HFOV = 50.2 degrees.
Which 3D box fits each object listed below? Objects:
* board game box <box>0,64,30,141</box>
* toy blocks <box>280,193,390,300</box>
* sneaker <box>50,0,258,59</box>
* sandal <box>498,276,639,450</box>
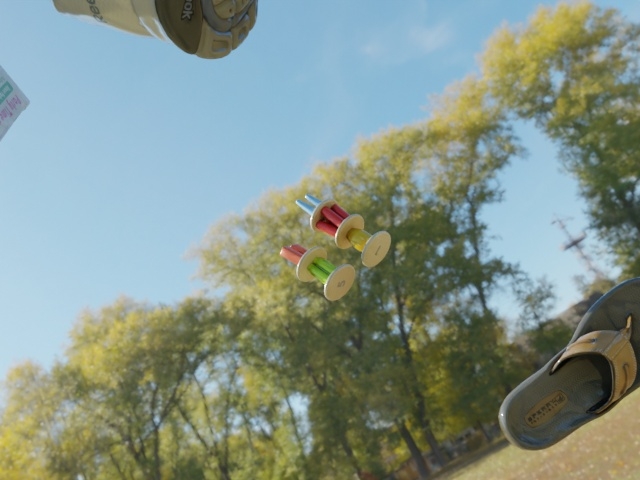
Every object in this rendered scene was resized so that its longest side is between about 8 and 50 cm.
[{"bbox_3d":[-0.329,-0.156,0.406,0.098,0.224,0.303,-32,-63,4],"label":"board game box"},{"bbox_3d":[0.000,0.000,0.916,0.123,0.148,0.054,-41,-37,-21],"label":"toy blocks"},{"bbox_3d":[-0.079,-0.225,0.497,0.297,0.130,0.110,-56,-27,-53],"label":"sneaker"},{"bbox_3d":[0.266,0.127,0.681,0.219,0.090,0.060,-41,-19,8],"label":"sandal"}]
